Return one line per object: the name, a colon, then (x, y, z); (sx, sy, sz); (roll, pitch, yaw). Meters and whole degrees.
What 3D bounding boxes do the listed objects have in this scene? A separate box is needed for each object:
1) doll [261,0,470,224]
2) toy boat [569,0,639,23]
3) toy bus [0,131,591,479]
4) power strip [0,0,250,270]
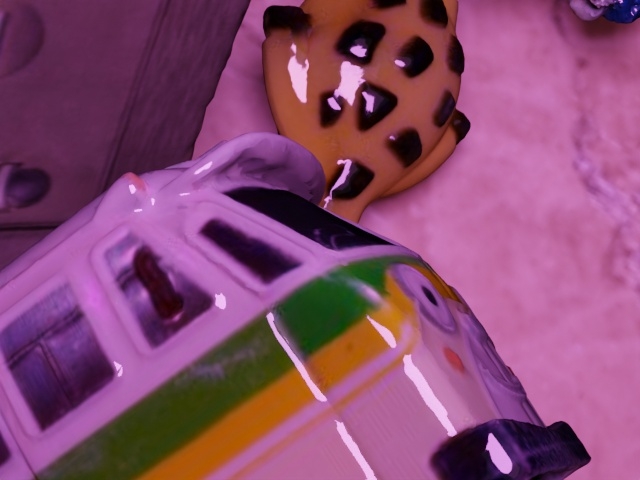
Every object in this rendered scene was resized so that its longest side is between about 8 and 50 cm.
doll: (0.000, 0.000, 0.640); (0.117, 0.086, 0.291); (25, 68, -22)
toy boat: (0.051, -0.207, 0.706); (0.292, 0.070, 0.210); (15, 48, -10)
toy bus: (-0.077, 0.099, 0.503); (0.305, 0.143, 0.179); (-36, 74, 10)
power strip: (-0.158, -0.083, 0.531); (0.251, 0.257, 0.092); (-7, 49, -36)
